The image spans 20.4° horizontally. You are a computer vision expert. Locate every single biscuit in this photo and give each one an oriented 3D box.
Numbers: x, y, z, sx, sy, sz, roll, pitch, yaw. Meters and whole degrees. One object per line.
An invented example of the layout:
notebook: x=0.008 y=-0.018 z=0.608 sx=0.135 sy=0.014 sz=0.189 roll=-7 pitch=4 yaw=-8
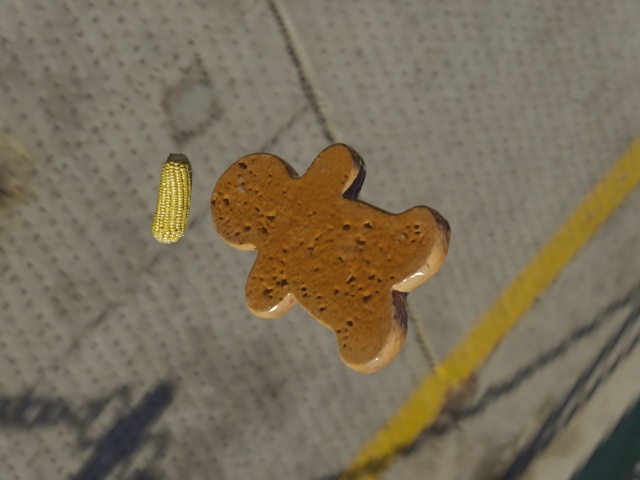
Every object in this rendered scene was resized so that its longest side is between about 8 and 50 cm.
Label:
biscuit: x=0.000 y=0.000 z=1.513 sx=0.036 sy=0.250 sz=0.165 roll=27 pitch=92 yaw=-51

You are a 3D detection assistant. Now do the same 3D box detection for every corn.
corn: x=-0.150 y=-0.043 z=1.814 sx=0.037 sy=0.037 sz=0.092 roll=-12 pitch=116 yaw=-46
